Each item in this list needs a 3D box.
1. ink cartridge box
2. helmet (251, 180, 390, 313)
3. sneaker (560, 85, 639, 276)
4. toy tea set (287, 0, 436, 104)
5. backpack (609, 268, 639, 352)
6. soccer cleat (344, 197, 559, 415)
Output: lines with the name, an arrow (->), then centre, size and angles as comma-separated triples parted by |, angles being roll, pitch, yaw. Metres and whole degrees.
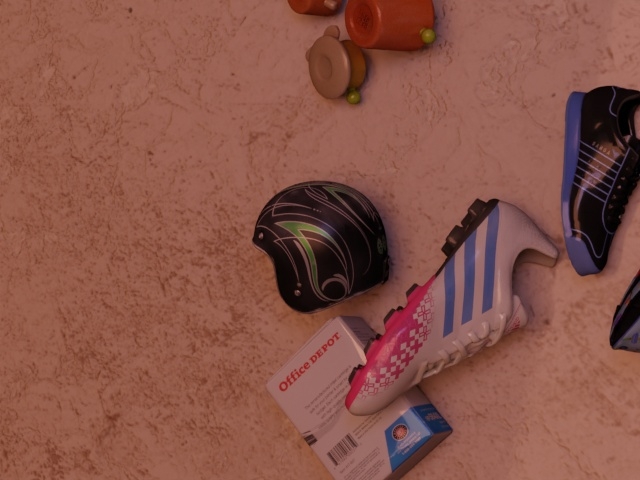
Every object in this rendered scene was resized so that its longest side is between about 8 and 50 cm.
ink cartridge box -> 0.049, 0.219, 1.620 | 0.148, 0.086, 0.203 | -45, 69, 17
helmet -> 0.000, 0.000, 1.615 | 0.169, 0.169, 0.162 | -20, 95, 24
sneaker -> 0.347, -0.073, 1.490 | 0.090, 0.081, 0.232 | -2, 85, 33
toy tea set -> 0.042, -0.364, 1.661 | 0.200, 0.124, 0.336 | -30, 76, 53
backpack -> 0.415, 0.070, 1.414 | 0.117, 0.158, 0.173 | 35, 117, 5
soccer cleat -> 0.166, 0.101, 1.514 | 0.143, 0.116, 0.331 | 36, 83, 9
